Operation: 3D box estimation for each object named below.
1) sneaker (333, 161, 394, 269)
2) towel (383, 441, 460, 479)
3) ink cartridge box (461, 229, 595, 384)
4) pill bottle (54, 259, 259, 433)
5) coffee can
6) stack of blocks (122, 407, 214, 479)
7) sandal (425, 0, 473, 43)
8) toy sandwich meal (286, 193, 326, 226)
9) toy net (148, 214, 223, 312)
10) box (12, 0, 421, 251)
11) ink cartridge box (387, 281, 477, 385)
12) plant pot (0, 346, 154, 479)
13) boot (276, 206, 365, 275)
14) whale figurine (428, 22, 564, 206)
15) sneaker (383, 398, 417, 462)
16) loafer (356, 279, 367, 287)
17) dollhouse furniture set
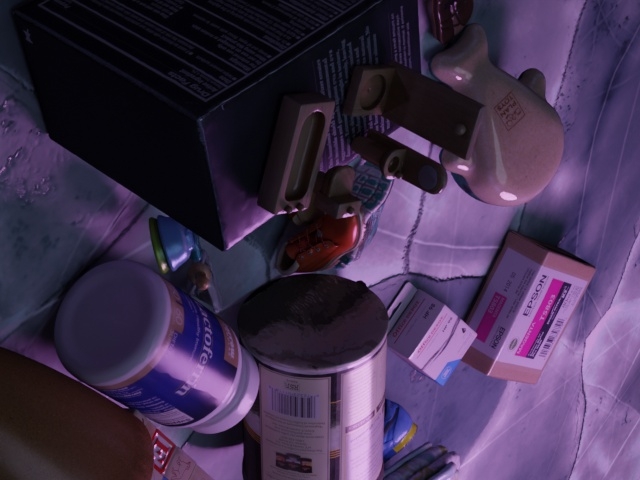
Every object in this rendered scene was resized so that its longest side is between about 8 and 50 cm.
[{"bbox_3d":[0.057,-0.039,2.023,0.166,0.065,0.076,-62,161,9],"label":"sneaker"},{"bbox_3d":[0.057,0.507,2.322,0.374,0.090,0.320,-29,149,-36],"label":"towel"},{"bbox_3d":[0.341,0.117,2.447,0.193,0.088,0.234,14,104,-55],"label":"ink cartridge box"},{"bbox_3d":[-0.188,0.138,1.757,0.153,0.153,0.265,-56,146,-5],"label":"pill bottle"},{"bbox_3d":[-0.009,0.213,1.987,0.201,0.201,0.275,-30,135,-35],"label":"coffee can"},{"bbox_3d":[-0.257,0.364,1.705,0.171,0.087,0.297,51,51,-38],"label":"stack of blocks"},{"bbox_3d":[0.165,-0.349,1.924,0.090,0.060,0.219,-40,155,-16],"label":"sandal"},{"bbox_3d":[-0.011,-0.058,1.939,0.085,0.029,0.085,-30,133,-38],"label":"toy sandwich meal"},{"bbox_3d":[-0.165,0.014,1.771,0.045,0.122,0.232,-15,153,1],"label":"toy net"},{"bbox_3d":[-0.102,-0.183,1.506,0.294,0.296,0.182,-36,139,-29],"label":"box"},{"bbox_3d":[0.164,0.147,2.275,0.104,0.060,0.180,-56,145,-4],"label":"ink cartridge box"},{"bbox_3d":[-0.348,0.216,1.581,0.237,0.237,0.254,-50,130,-13],"label":"plant pot"},{"bbox_3d":[0.000,0.000,1.929,0.085,0.059,0.158,-11,155,-35],"label":"boot"},{"bbox_3d":[0.232,-0.177,2.090,0.216,0.141,0.272,-45,118,-20],"label":"whale figurine"},{"bbox_3d":[0.056,0.337,2.292,0.209,0.069,0.082,-46,108,-2],"label":"sneaker"},{"bbox_3d":[0.029,0.148,2.113,0.078,0.080,0.220,-7,128,-10],"label":"loafer"},{"bbox_3d":[0.048,-0.081,1.397,0.151,0.123,0.144,-11,124,-47],"label":"dollhouse furniture set"}]
